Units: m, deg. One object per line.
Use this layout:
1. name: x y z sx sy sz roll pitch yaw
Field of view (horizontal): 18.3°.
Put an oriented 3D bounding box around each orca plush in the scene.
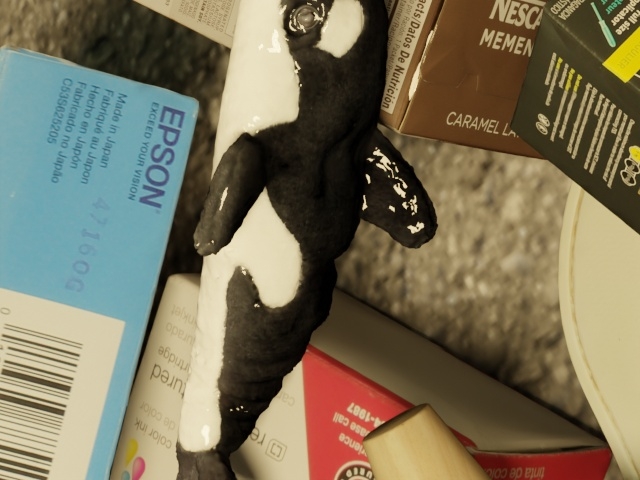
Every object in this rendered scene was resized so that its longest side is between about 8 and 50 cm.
1. orca plush: 0.000 0.000 0.901 0.102 0.151 0.287 12 99 3

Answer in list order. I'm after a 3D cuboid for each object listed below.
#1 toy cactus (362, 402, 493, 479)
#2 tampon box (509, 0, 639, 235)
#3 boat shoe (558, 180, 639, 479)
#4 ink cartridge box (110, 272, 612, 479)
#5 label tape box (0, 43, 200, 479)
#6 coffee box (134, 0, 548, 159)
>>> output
1. toy cactus: 0.082 0.152 0.863 0.219 0.112 0.180 -28 92 22
2. tampon box: 0.184 -0.059 0.846 0.161 0.101 0.120 41 69 15
3. boat shoe: 0.182 0.069 0.913 0.095 0.079 0.254 -27 73 33
4. ink cartridge box: -0.013 0.197 1.034 0.226 0.131 0.306 27 103 38
5. label tape box: -0.169 0.065 1.122 0.348 0.115 0.249 130 153 -74
6. coffee box: 0.009 -0.135 1.033 0.246 0.141 0.098 29 106 36
